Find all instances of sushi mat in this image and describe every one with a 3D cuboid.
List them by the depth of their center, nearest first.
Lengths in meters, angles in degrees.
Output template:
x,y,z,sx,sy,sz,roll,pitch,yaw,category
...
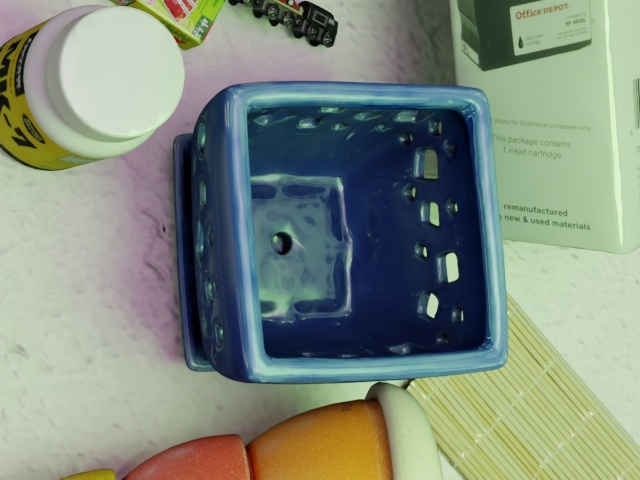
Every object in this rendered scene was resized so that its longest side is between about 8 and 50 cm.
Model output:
x,y,z,sx,sy,sz,roll,pitch,yaw,category
0.215,0.203,1.781,0.151,0.019,0.316,-47,105,-20,sushi mat

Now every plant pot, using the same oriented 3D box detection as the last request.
x,y,z,sx,sy,sz,roll,pitch,yaw,category
0.000,0.000,1.586,0.236,0.212,0.236,-2,86,-24,plant pot

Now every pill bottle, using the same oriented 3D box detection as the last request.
x,y,z,sx,sy,sz,roll,pitch,yaw,category
-0.188,-0.120,1.511,0.119,0.208,0.119,1,86,-24,pill bottle

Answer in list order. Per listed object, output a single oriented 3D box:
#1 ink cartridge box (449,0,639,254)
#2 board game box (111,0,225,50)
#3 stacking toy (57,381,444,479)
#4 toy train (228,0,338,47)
x,y,z,sx,sy,sz,roll,pitch,yaw,category
0.250,-0.221,1.638,0.285,0.166,0.395,-24,115,-48,ink cartridge box
-0.103,-0.265,1.647,0.092,0.043,0.181,33,75,-20,board game box
-0.144,0.284,1.512,0.480,0.350,0.351,1,87,-5,stacking toy
-0.039,-0.205,1.652,0.158,0.027,0.036,21,83,-46,toy train
